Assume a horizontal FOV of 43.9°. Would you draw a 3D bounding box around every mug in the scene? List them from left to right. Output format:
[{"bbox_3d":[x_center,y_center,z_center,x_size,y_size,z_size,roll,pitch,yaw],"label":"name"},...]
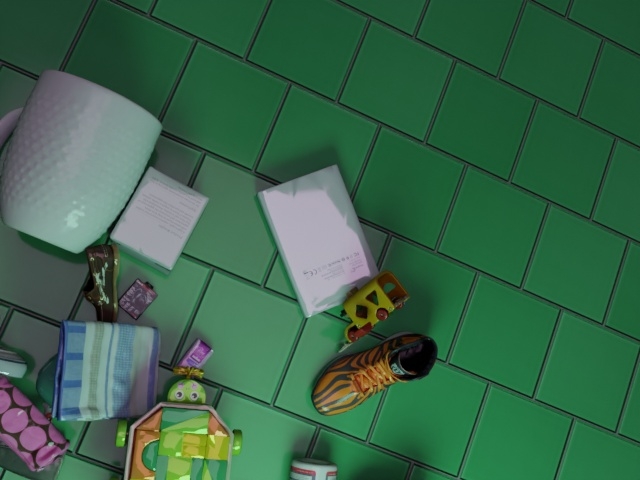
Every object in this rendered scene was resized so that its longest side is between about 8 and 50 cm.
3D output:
[{"bbox_3d":[-0.571,-0.168,1.708,0.374,0.276,0.328,19,82,21],"label":"mug"},{"bbox_3d":[-0.542,0.294,1.717,0.097,0.158,0.129,41,98,4],"label":"mug"}]

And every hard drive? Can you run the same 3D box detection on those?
[{"bbox_3d":[0.000,0.000,1.914,0.210,0.040,0.319,-21,89,-15],"label":"hard drive"}]

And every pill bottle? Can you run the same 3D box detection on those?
[{"bbox_3d":[-0.023,0.593,1.802,0.108,0.108,0.180,9,81,-12],"label":"pill bottle"}]

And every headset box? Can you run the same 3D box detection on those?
[{"bbox_3d":[-0.415,0.130,1.806,0.062,0.032,0.083,41,75,-6],"label":"headset box"}]

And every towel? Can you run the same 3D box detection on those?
[{"bbox_3d":[-0.445,0.278,1.685,0.034,0.285,0.209,-3,79,30],"label":"towel"}]

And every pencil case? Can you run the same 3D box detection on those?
[{"bbox_3d":[-0.619,0.383,1.630,0.209,0.095,0.098,47,48,-9],"label":"pencil case"}]

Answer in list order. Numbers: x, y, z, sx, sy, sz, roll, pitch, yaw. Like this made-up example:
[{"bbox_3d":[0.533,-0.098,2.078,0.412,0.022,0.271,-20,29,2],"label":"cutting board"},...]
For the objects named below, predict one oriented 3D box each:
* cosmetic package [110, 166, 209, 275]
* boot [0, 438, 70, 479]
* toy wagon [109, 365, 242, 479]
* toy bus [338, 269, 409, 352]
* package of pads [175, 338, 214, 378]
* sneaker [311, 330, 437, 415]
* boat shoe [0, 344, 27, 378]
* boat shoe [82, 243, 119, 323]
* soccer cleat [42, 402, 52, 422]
[{"bbox_3d":[-0.360,-0.040,1.778,0.151,0.151,0.184,29,77,-8],"label":"cosmetic package"},{"bbox_3d":[-0.643,0.414,1.697,0.208,0.076,0.190,14,91,-5],"label":"boot"},{"bbox_3d":[-0.302,0.439,1.685,0.267,0.068,0.344,8,81,-12],"label":"toy wagon"},{"bbox_3d":[0.105,0.155,1.849,0.202,0.191,0.104,-34,83,-13],"label":"toy bus"},{"bbox_3d":[-0.287,0.271,1.819,0.050,0.032,0.083,40,76,-9],"label":"package of pads"},{"bbox_3d":[0.130,0.301,1.836,0.321,0.180,0.125,-31,91,-15],"label":"sneaker"},{"bbox_3d":[-0.781,0.171,1.675,0.367,0.136,0.156,19,76,0],"label":"boat shoe"},{"bbox_3d":[-0.484,0.101,1.732,0.073,0.073,0.207,-11,120,-34],"label":"boat shoe"},{"bbox_3d":[-0.590,0.369,1.719,0.035,0.083,0.029,16,124,0],"label":"soccer cleat"}]
